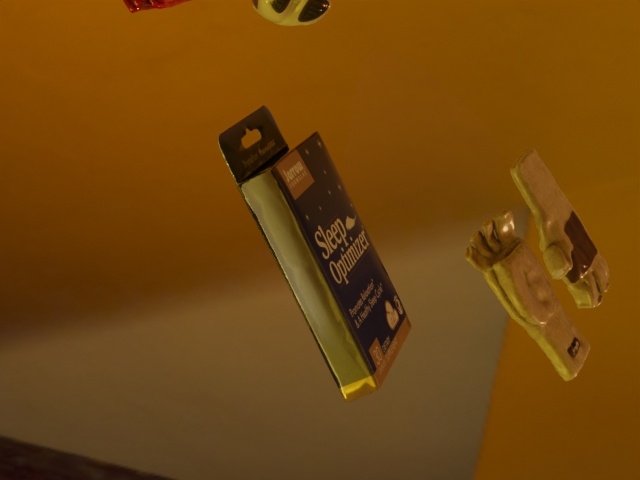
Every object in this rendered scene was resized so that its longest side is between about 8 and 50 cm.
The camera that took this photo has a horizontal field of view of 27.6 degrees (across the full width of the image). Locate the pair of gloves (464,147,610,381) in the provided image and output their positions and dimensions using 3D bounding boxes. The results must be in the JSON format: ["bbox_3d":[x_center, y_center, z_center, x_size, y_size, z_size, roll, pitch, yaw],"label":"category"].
[{"bbox_3d":[0.257,0.024,1.513,0.204,0.042,0.240,53,-142,-17],"label":"pair of gloves"}]

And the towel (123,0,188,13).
[{"bbox_3d":[-0.196,-0.329,1.183,0.275,0.031,0.199,56,-160,-5],"label":"towel"}]

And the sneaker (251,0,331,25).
[{"bbox_3d":[-0.006,-0.221,0.822,0.068,0.071,0.170,19,-76,-41],"label":"sneaker"}]

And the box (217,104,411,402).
[{"bbox_3d":[0.000,0.000,1.026,0.225,0.036,0.136,63,-159,-9],"label":"box"}]
